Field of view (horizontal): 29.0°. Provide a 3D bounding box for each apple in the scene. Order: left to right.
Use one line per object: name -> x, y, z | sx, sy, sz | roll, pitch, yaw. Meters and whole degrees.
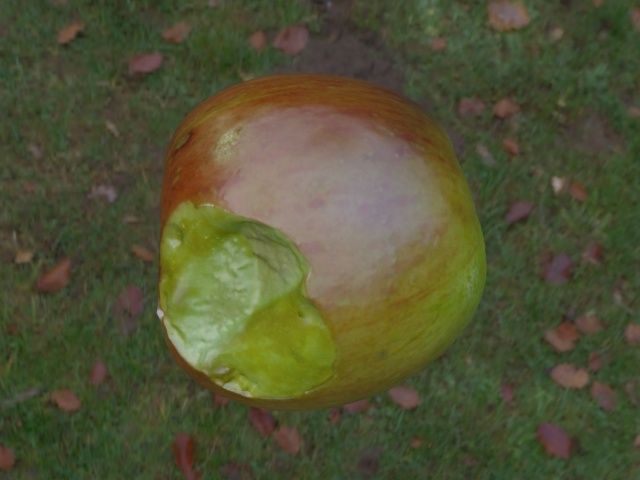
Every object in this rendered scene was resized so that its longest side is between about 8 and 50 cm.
apple -> 0.000, 0.000, 1.200 | 0.340, 0.339, 0.339 | 4, 60, -7
